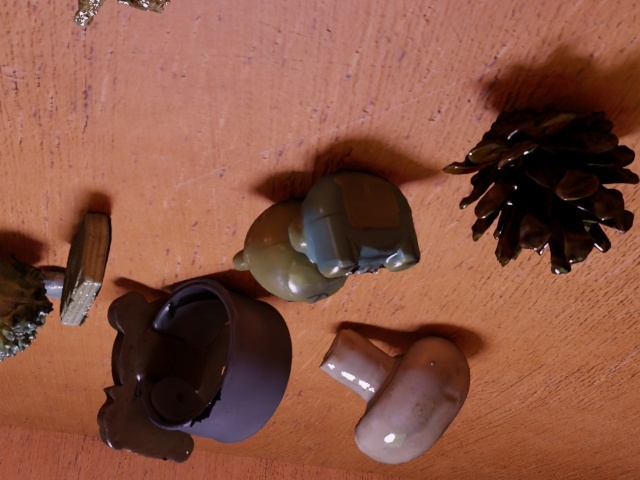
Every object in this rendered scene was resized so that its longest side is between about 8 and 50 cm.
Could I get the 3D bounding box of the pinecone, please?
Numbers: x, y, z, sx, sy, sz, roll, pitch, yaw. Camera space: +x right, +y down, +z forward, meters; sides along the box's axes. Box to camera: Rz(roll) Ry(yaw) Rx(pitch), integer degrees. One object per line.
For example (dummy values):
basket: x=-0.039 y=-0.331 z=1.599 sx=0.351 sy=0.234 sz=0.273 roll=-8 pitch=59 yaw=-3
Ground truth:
pinecone: x=0.275 y=-0.063 z=1.317 sx=0.228 sy=0.201 sz=0.202 roll=-17 pitch=-165 yaw=-23

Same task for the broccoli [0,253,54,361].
broccoli: x=-0.617 y=0.106 z=1.934 sx=0.288 sy=0.248 sz=0.245 roll=-20 pitch=126 yaw=33

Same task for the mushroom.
mushroom: x=0.144 y=0.291 z=2.228 sx=0.290 sy=0.292 sz=0.292 roll=36 pitch=160 yaw=10

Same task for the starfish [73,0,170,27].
starfish: x=-0.221 y=-0.267 z=1.115 sx=0.150 sy=0.053 sz=0.209 roll=19 pitch=157 yaw=-21

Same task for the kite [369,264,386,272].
kite: x=0.054 y=0.040 z=1.774 sx=0.229 sy=0.012 sz=0.250 roll=-8 pitch=-174 yaw=-25

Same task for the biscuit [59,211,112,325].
biscuit: x=-0.387 y=0.041 z=1.797 sx=0.052 sy=0.150 sz=0.252 roll=12 pitch=158 yaw=-18

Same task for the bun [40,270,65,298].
bun: x=-0.492 y=0.083 z=2.069 sx=0.083 sy=0.045 sz=0.083 roll=2 pitch=160 yaw=1

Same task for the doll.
doll: x=0.000 y=0.000 z=1.582 sx=0.177 sy=0.162 sz=0.260 roll=-6 pitch=167 yaw=-36

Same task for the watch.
watch: x=-0.218 y=0.253 z=2.043 sx=0.326 sy=0.335 sz=0.314 roll=-3 pitch=158 yaw=46
